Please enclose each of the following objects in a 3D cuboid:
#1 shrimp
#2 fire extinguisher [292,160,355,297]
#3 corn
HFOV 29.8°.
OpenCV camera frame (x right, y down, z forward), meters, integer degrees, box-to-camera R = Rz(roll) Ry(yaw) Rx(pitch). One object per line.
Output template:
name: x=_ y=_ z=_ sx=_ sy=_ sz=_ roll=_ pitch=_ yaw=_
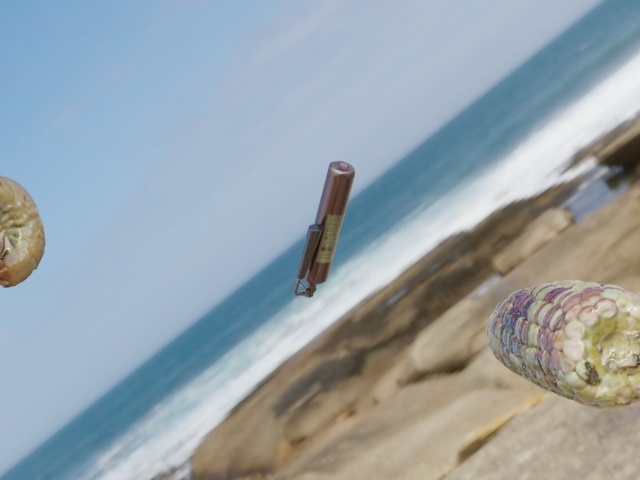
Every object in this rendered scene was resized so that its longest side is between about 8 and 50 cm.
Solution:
shrimp: x=-0.274 y=-0.008 z=0.926 sx=0.045 sy=0.095 sz=0.162 roll=-9 pitch=-5 yaw=30
fire extinguisher: x=0.000 y=0.000 z=1.245 sx=0.049 sy=0.035 sz=0.173 roll=-76 pitch=0 yaw=-57
corn: x=0.181 y=0.072 z=0.889 sx=0.086 sy=0.086 sz=0.253 roll=-38 pitch=2 yaw=-5
